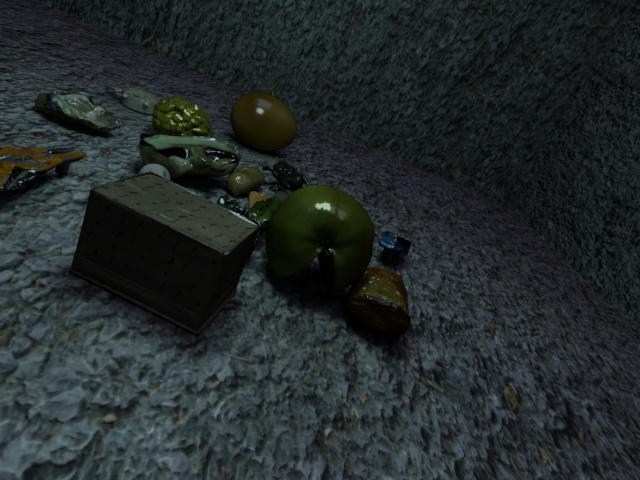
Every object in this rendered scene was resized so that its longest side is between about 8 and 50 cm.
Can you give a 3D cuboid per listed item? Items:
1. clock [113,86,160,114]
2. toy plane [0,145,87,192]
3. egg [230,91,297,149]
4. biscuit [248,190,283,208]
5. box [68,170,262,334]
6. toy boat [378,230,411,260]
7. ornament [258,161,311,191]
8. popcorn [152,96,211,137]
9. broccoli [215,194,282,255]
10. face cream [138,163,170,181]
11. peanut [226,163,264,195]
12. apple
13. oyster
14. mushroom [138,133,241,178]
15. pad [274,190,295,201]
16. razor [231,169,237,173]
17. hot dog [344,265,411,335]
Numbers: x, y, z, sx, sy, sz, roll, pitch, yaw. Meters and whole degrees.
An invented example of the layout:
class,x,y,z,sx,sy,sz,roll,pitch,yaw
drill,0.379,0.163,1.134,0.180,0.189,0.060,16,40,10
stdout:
class,x,y,z,sx,sy,sz,roll,pitch,yaw
clock,-0.756,-0.582,2.073,0.229,0.063,0.155,19,25,-9
toy plane,-0.695,-0.183,1.191,0.204,0.103,0.316,32,16,11
egg,-0.254,-0.536,2.249,0.323,0.250,0.250,16,23,-35
biscuit,-0.160,-0.091,1.631,0.160,0.030,0.249,19,23,-17
box,-0.310,0.011,1.034,0.297,0.190,0.225,27,20,2
toy boat,0.261,0.028,1.736,0.100,0.097,0.223,31,6,23
ornament,-0.174,-0.260,1.936,0.202,0.080,0.236,40,26,30
popcorn,-0.506,-0.425,1.818,0.235,0.181,0.217,20,14,-49
broccoli,-0.188,-0.067,1.374,0.165,0.145,0.304,26,24,13
face cream,-0.435,-0.104,1.291,0.092,0.092,0.311,15,25,-25
peanut,-0.264,-0.211,1.728,0.100,0.099,0.214,28,28,6
apple,0.000,0.000,1.293,0.292,0.291,0.254,21,2,-11
oyster,-0.792,-0.418,1.633,0.223,0.083,0.214,42,30,23
mushroom,-0.423,-0.255,1.589,0.248,0.130,0.344,32,27,23
pad,-0.038,-0.119,1.865,0.266,0.002,0.176,34,24,21
razor,-0.356,-0.284,1.855,0.191,0.037,0.068,28,-21,15
hot dog,0.156,0.163,1.295,0.175,0.114,0.259,21,17,2
